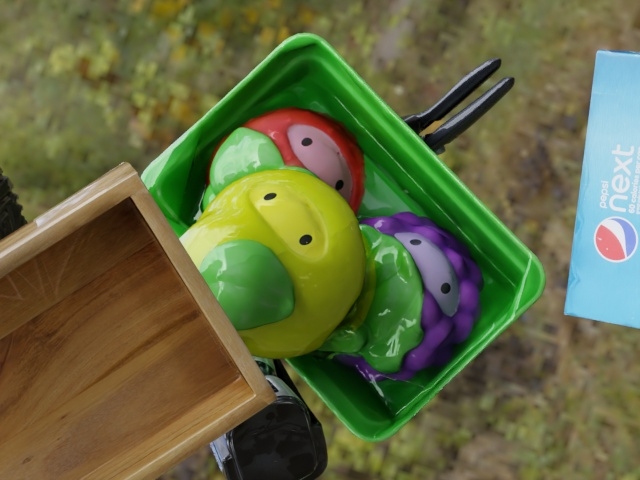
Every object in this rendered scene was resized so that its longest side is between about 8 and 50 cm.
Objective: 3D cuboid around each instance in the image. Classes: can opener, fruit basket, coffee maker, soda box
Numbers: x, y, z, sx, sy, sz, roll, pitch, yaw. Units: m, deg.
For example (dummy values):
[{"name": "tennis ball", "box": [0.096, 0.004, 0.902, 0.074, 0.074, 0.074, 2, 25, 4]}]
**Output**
[{"name": "can opener", "box": [0.133, -0.129, 1.934, 0.186, 0.059, 0.073, -32, 3, 28]}, {"name": "fruit basket", "box": [0.000, 0.000, 1.725, 0.283, 0.392, 0.392, -43, 10, -2]}, {"name": "coffee maker", "box": [-0.062, 0.175, 1.818, 0.120, 0.171, 0.178, -38, 39, 5]}, {"name": "soda box", "box": [0.246, -0.041, 1.407, 0.067, 0.071, 0.210, -8, -74, -61]}]

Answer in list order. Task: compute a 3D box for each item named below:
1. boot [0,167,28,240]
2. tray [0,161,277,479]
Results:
[{"name": "boot", "box": [-0.475, 0.072, 1.570, 0.146, 0.445, 0.367, -75, -13, -48]}, {"name": "tray", "box": [-0.260, 0.138, 1.320, 0.411, 0.203, 0.076, -33, 15, -6]}]
